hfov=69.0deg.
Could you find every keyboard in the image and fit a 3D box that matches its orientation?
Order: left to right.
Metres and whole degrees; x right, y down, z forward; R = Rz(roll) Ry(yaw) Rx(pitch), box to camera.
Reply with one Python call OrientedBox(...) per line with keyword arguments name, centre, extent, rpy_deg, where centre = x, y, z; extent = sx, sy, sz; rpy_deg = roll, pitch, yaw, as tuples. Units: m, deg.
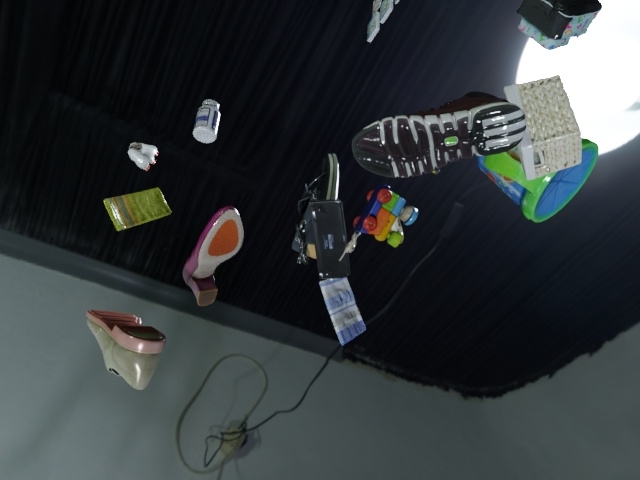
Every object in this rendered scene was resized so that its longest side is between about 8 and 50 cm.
OrientedBox(name="keyboard", centre=(0.000, 0.000, 1.724), extent=(0.201, 0.317, 0.033), rpy_deg=(-2, 23, 13))

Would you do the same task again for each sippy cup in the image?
OrientedBox(name="sippy cup", centre=(0.545, -0.203, 1.214), extent=(0.224, 0.240, 0.305), rpy_deg=(47, 2, 35))

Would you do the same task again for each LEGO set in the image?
OrientedBox(name="LEGO set", centre=(0.168, -0.691, 1.264), extent=(0.060, 0.182, 0.244), rpy_deg=(18, 59, -19))

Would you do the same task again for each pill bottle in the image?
OrientedBox(name="pill bottle", centre=(-0.464, -0.494, 1.917), extent=(0.094, 0.094, 0.169), rpy_deg=(18, 59, -25))

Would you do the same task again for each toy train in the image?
OrientedBox(name="toy train", centre=(0.167, -0.021, 1.326), extent=(0.143, 0.248, 0.105), rpy_deg=(28, -4, -13))

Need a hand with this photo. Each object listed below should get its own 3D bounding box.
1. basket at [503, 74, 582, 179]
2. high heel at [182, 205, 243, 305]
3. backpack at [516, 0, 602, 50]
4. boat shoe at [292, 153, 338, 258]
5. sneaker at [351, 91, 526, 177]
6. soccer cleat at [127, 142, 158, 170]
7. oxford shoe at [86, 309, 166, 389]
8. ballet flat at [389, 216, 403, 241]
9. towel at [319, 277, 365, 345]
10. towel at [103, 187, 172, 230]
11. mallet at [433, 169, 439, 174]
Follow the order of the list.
OrientedBox(name="basket", centre=(0.427, -0.220, 0.896), extent=(0.113, 0.103, 0.167), rpy_deg=(46, 37, -51))
OrientedBox(name="high heel", centre=(-0.332, 0.010, 1.352), extent=(0.127, 0.377, 0.181), rpy_deg=(-1, 44, -37))
OrientedBox(name="backpack", centre=(0.875, -0.828, 1.703), extent=(0.253, 0.191, 0.225), rpy_deg=(-26, 63, -19))
OrientedBox(name="boat shoe", centre=(-0.013, -0.157, 1.931), extent=(0.156, 0.187, 0.500), rpy_deg=(8, 64, 6))
OrientedBox(name="sneaker", centre=(0.203, -0.194, 0.823), extent=(0.281, 0.106, 0.162), rpy_deg=(-4, 29, 18))
OrientedBox(name="soccer cleat", centre=(-0.524, -0.260, 1.370), extent=(0.076, 0.068, 0.196), rpy_deg=(45, 1, -27))
OrientedBox(name="oxford shoe", centre=(-0.553, 0.279, 1.257), extent=(0.140, 0.147, 0.397), rpy_deg=(14, -3, -39))
OrientedBox(name="ballet flat", centre=(0.270, -0.055, 1.716), extent=(0.206, 0.073, 0.067), rpy_deg=(52, 16, -50))
OrientedBox(name="towel", centre=(0.098, 0.285, 2.000), extent=(0.209, 0.034, 0.285), rpy_deg=(-12, 81, -57))
OrientedBox(name="towel", centre=(-0.572, -0.105, 1.477), extent=(0.102, 0.021, 0.237), rpy_deg=(67, 26, -6))
OrientedBox(name="mallet", centre=(0.365, -0.297, 1.772), extent=(0.189, 0.062, 0.039), rpy_deg=(41, 55, 16))
